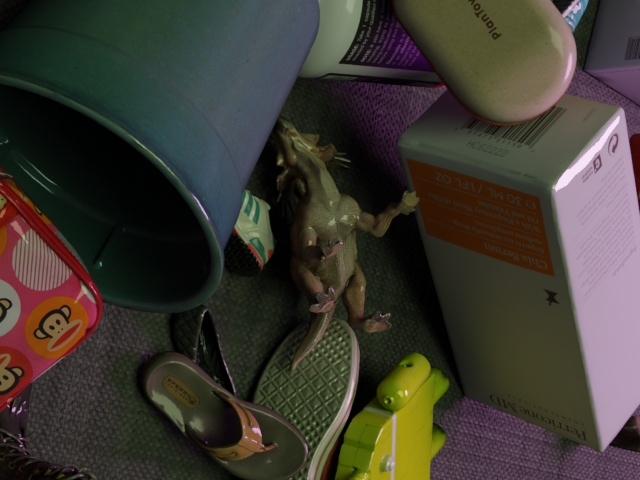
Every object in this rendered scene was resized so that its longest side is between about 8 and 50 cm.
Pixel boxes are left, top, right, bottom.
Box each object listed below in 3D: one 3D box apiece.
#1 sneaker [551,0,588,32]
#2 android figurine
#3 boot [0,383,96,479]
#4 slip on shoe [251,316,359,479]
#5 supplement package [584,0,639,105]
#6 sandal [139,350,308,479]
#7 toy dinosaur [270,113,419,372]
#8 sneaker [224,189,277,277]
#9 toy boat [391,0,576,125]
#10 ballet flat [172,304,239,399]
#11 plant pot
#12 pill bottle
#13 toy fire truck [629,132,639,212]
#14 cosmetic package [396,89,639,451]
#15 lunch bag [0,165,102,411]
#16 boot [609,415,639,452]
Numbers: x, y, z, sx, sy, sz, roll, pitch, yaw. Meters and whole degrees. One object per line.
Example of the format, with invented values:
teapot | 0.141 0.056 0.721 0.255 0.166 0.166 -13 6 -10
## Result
sneaker | 0.308 -0.286 2.091 0.275 0.107 0.110 -59 143 -17
android figurine | 0.089 0.267 1.851 0.273 0.056 0.248 -37 134 -57
boot | -0.289 0.227 1.487 0.091 0.229 0.262 17 79 -39
slip on shoe | -0.025 0.252 1.802 0.101 0.123 0.331 52 47 -66
supplement package | 0.565 -0.295 2.220 0.263 0.199 0.198 24 75 -38
sandal | -0.109 0.206 1.705 0.219 0.060 0.090 41 89 -14
toy dinosaur | 0.000 0.000 1.791 0.127 0.200 0.295 -3 112 -30
sneaker | -0.100 -0.040 1.767 0.075 0.057 0.161 -49 120 -48
toy boat | 0.189 -0.239 1.720 0.151 0.151 0.231 -36 89 6
ballet flat | -0.128 0.154 1.739 0.057 0.049 0.173 -30 109 -35
plant pot | -0.181 -0.160 1.536 0.341 0.341 0.334 49 52 -29
pill bottle | 0.046 -0.280 1.796 0.323 0.181 0.181 0 91 -40
toy fire truck | 0.464 0.008 2.185 0.254 0.169 0.302 25 74 -62
cosmetic package | 0.270 0.031 1.875 0.161 0.230 0.453 -46 136 -29
lunch bag | -0.382 0.055 1.423 0.293 0.120 0.258 -39 121 -3
boot | 0.414 0.251 2.153 0.037 0.114 0.106 -28 108 -37
